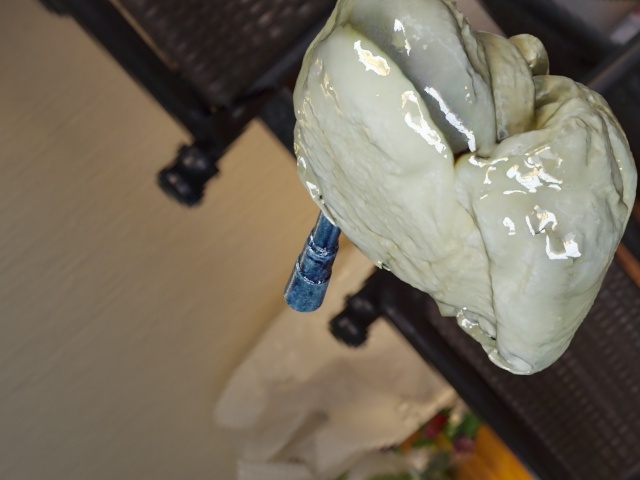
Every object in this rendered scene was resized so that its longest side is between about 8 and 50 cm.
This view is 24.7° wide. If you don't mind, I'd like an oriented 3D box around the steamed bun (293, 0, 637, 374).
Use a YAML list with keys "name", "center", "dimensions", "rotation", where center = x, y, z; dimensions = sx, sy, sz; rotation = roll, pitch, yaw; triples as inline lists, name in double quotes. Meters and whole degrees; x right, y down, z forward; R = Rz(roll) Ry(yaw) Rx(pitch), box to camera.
- name: "steamed bun"
  center: [0.144, -0.078, 1.323]
  dimensions: [0.372, 0.230, 0.325]
  rotation: [48, 160, 2]

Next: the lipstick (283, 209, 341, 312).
- name: "lipstick"
  center: [0.000, 0.000, 1.817]
  dimensions: [0.053, 0.053, 0.234]
  rotation: [51, 147, 26]
